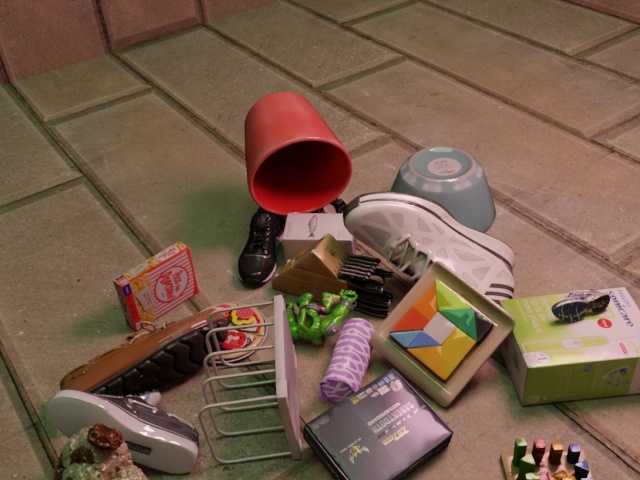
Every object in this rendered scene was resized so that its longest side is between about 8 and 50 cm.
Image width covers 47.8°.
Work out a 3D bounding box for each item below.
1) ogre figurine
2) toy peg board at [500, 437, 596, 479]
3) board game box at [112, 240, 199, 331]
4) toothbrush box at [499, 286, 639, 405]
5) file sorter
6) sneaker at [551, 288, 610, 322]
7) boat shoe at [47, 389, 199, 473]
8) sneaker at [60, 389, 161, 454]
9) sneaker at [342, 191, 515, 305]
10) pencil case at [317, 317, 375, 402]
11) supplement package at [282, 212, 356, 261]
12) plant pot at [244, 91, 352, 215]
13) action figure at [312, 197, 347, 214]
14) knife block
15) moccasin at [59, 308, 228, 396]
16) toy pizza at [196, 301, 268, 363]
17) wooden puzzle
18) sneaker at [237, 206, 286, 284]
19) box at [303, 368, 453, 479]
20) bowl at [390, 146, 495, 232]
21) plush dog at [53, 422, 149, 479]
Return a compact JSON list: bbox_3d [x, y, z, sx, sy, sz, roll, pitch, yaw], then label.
[{"bbox_3d":[-0.016,0.177,1.665,0.197,0.096,0.118,3,44,16],"label":"ogre figurine"},{"bbox_3d":[0.426,0.430,1.310,0.161,0.079,0.161,-4,38,1],"label":"toy peg board"},{"bbox_3d":[-0.395,0.110,1.753,0.193,0.146,0.045,-34,46,-31],"label":"board game box"},{"bbox_3d":[0.539,0.221,1.533,0.283,0.122,0.206,-4,37,-2],"label":"toothbrush box"},{"bbox_3d":[-0.141,0.282,1.472,0.173,0.192,0.277,-8,38,2],"label":"file sorter"},{"bbox_3d":[0.536,0.132,1.517,0.135,0.052,0.058,-9,26,-19],"label":"sneaker"},{"bbox_3d":[-0.371,0.349,1.398,0.301,0.108,0.102,25,25,-16],"label":"boat shoe"},{"bbox_3d":[-0.411,0.389,1.465,0.086,0.085,0.237,47,48,8],"label":"sneaker"},{"bbox_3d":[0.255,0.059,1.645,0.448,0.169,0.257,21,42,-11],"label":"sneaker"},{"bbox_3d":[0.060,0.262,1.568,0.088,0.086,0.206,-34,18,39],"label":"pencil case"},{"bbox_3d":[0.000,0.000,1.881,0.179,0.105,0.105,0,44,7],"label":"supplement package"},{"bbox_3d":[-0.080,-0.240,1.894,0.275,0.275,0.243,-13,50,-10],"label":"plant pot"},{"bbox_3d":[-0.062,-0.140,2.051,0.164,0.141,0.276,-34,62,-29],"label":"action figure"},{"bbox_3d":[0.044,0.114,1.770,0.276,0.242,0.088,-34,12,45],"label":"knife block"},{"bbox_3d":[-0.382,0.254,1.583,0.380,0.139,0.147,-31,45,-10],"label":"moccasin"},{"bbox_3d":[-0.224,0.208,1.701,0.201,0.032,0.201,-3,38,2],"label":"toy pizza"},{"bbox_3d":[0.253,0.192,1.525,0.221,0.044,0.238,39,90,24],"label":"wooden puzzle"},{"bbox_3d":[-0.161,-0.009,1.899,0.107,0.124,0.283,2,38,9],"label":"sneaker"},{"bbox_3d":[0.111,0.378,1.403,0.233,0.059,0.183,-27,55,-25],"label":"box"},{"bbox_3d":[0.330,-0.147,1.994,0.312,0.163,0.311,-4,37,3],"label":"bowl"},{"bbox_3d":[-0.375,0.433,1.277,0.211,0.262,0.225,-8,62,-51],"label":"plush dog"}]
